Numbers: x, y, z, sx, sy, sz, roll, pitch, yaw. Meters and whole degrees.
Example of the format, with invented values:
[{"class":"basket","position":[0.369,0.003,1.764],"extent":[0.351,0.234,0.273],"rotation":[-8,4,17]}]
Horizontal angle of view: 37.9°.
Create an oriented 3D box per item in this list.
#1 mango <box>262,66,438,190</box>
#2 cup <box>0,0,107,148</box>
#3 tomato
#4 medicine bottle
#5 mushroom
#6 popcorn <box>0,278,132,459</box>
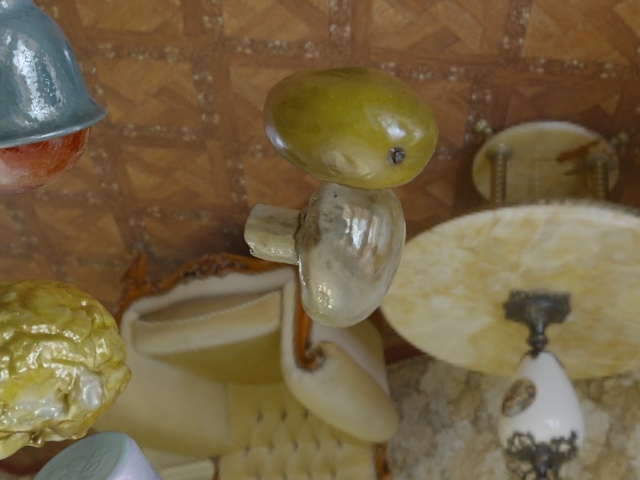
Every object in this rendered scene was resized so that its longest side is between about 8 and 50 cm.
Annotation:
[{"class":"mango","position":[0.022,-0.155,1.219],"extent":[0.195,0.142,0.331],"rotation":[-10,-159,-29]},{"class":"cup","position":[-0.353,-0.199,1.052],"extent":[0.199,0.199,0.150],"rotation":[-1,111,16]},{"class":"tomato","position":[-0.463,-0.184,1.310],"extent":[0.270,0.270,0.227],"rotation":[29,121,-31]},{"class":"medicine bottle","position":[-0.209,0.298,0.962],"extent":[0.135,0.135,0.168],"rotation":[-10,118,29]},{"class":"mushroom","position":[0.000,0.000,1.672],"extent":[0.290,0.292,0.292],"rotation":[13,151,17]},{"class":"popcorn","position":[-0.568,0.230,1.838],"extent":[0.344,0.390,0.354],"rotation":[-12,131,16]}]
